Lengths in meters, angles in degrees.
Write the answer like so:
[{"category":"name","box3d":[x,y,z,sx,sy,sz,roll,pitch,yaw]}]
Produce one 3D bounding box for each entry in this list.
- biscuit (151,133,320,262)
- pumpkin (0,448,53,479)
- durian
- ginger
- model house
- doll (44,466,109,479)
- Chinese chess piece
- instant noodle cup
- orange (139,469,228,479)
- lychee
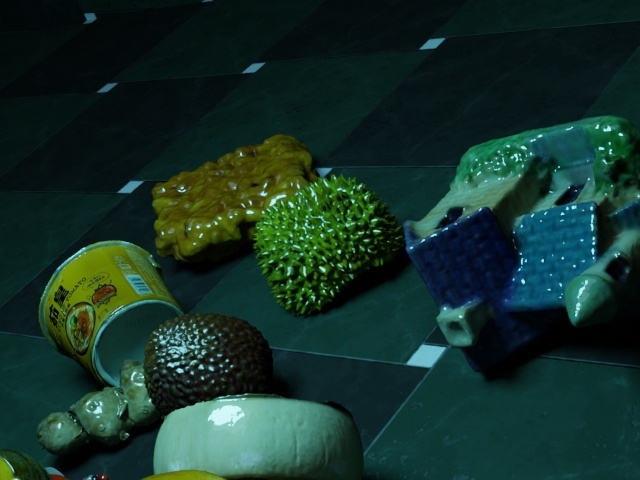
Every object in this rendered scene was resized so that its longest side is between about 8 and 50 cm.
[{"category":"biscuit","box3d":[-0.151,-0.071,2.335,0.312,0.111,0.318,-21,27,2]},{"category":"pumpkin","box3d":[-0.450,0.333,1.738,0.248,0.131,0.126,13,81,27]},{"category":"durian","box3d":[0.003,-0.003,2.030,0.237,0.177,0.200,-30,5,15]},{"category":"ginger","box3d":[-0.318,0.255,1.911,0.204,0.104,0.080,-31,-17,-8]},{"category":"model house","box3d":[0.273,0.018,1.677,0.312,0.245,0.280,-8,26,48]},{"category":"doll","box3d":[-0.366,0.361,1.796,0.194,0.062,0.104,-5,64,22]},{"category":"Chinese chess piece","box3d":[-0.073,0.258,1.539,0.249,0.250,0.103,-11,66,25]},{"category":"instant noodle cup","box3d":[-0.308,0.130,2.016,0.215,0.216,0.172,-33,37,-15]},{"category":"orange","box3d":[-0.139,0.369,1.378,0.261,0.261,0.261,-19,27,11]},{"category":"lychee","box3d":[-0.154,0.187,1.807,0.194,0.194,0.194,-19,27,11]}]
